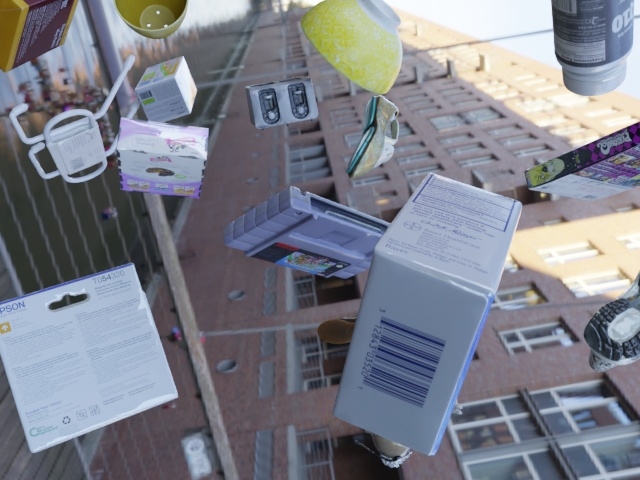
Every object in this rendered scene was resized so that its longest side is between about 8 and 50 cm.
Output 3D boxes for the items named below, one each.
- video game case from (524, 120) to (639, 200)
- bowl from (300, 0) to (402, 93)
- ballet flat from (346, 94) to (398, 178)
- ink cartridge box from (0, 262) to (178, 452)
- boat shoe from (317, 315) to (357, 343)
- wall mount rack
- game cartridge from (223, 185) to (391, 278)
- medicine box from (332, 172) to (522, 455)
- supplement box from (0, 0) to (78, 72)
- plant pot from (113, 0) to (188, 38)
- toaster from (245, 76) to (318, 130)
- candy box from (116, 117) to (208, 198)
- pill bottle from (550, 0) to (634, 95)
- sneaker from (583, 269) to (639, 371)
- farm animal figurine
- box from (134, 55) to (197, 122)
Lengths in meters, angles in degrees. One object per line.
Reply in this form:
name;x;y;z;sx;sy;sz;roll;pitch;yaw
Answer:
video game case;0.507;-0.128;1.135;0.210;0.232;0.042;-25;-111;46
bowl;0.110;-0.522;1.641;0.289;0.156;0.289;31;32;-22
ballet flat;0.166;-0.292;1.905;0.123;0.123;0.348;79;21;-45
ink cartridge box;-0.525;0.254;1.469;0.330;0.324;0.071;70;-21;6
boat shoe;0.095;0.254;1.875;0.073;0.207;0.073;-2;87;-63
wall mount rack;-0.545;-0.276;1.540;0.130;0.304;0.350;59;-19;9
game cartridge;0.000;0.000;1.392;0.355;0.230;0.068;18;54;-39
medicine box;0.153;0.087;0.903;0.289;0.149;0.263;-46;152;-57
supplement box;-0.658;-0.511;1.451;0.191;0.129;0.194;-46;-174;43
plant pot;-0.311;-0.432;1.228;0.095;0.134;0.134;124;-43;-79
toaster;-0.103;-0.360;1.714;0.186;0.168;0.110;-125;-155;-72
candy box;-0.312;-0.158;1.298;0.196;0.165;0.070;128;-34;-66
pill bottle;0.734;-0.584;1.769;0.361;0.204;0.204;63;13;-46
sneaker;0.768;0.172;1.558;0.158;0.410;0.182;51;-18;29
farm animal figurine;0.219;0.353;1.468;0.172;0.327;0.330;29;-13;34
box;-0.405;-0.401;1.743;0.203;0.114;0.103;-99;171;-60
